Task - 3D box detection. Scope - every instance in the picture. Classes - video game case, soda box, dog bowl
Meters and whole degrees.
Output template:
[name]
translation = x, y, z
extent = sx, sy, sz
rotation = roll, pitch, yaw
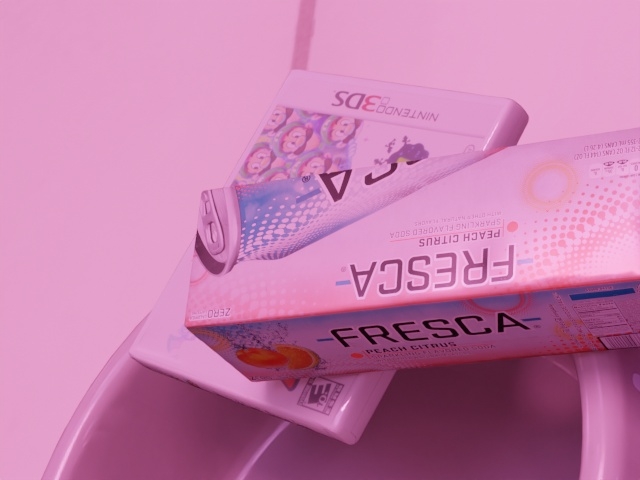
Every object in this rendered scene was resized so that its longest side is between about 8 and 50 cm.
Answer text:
[video game case]
translation = 0.000, 0.000, 0.732
extent = 0.143, 0.019, 0.157
rotation = 14, 70, 47
[soda box]
translation = 0.044, 0.008, 0.636
extent = 0.183, 0.058, 0.063
rotation = -7, 60, 23
[dog bowl]
translation = 0.011, 0.129, 0.715
extent = 0.348, 0.102, 0.349
rotation = -24, 46, 27
